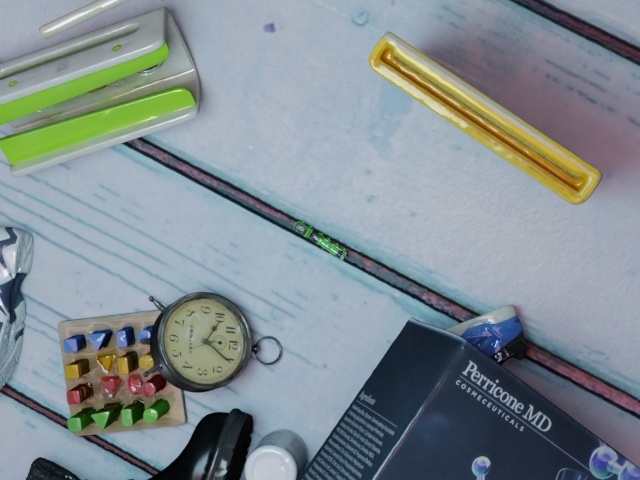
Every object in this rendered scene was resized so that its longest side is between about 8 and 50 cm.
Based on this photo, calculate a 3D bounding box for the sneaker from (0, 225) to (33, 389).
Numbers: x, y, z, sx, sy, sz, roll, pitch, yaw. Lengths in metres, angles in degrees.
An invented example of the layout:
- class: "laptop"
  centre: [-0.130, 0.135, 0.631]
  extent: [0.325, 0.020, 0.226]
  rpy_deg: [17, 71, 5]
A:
- class: "sneaker"
  centre: [-0.489, 0.091, 1.792]
  extent: [0.153, 0.094, 0.235]
  rpy_deg: [9, 95, 8]

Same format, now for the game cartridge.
- class: "game cartridge"
  centre: [0.194, -0.139, 1.566]
  extent: [0.285, 0.323, 0.053]
  rpy_deg: [34, 95, 4]

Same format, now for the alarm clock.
- class: "alarm clock"
  centre: [-0.142, 0.140, 1.751]
  extent: [0.192, 0.064, 0.129]
  rpy_deg: [9, 74, -18]

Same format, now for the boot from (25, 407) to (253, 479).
- class: "boot"
  centre: [-0.265, 0.337, 1.761]
  extent: [0.260, 0.131, 0.348]
  rpy_deg: [27, 98, 5]

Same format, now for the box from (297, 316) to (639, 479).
- class: "box"
  centre: [0.140, 0.344, 1.590]
  extent: [0.293, 0.212, 0.395]
  rpy_deg: [36, 84, -14]

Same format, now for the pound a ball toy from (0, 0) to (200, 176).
- class: "pound a ball toy"
  centre: [-0.297, -0.239, 1.702]
  extent: [0.319, 0.136, 0.208]
  rpy_deg: [-18, 127, 9]

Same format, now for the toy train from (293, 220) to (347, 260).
- class: "toy train"
  centre: [0.000, 0.000, 1.753]
  extent: [0.083, 0.024, 0.017]
  rpy_deg: [34, 98, 4]

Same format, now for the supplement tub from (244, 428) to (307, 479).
- class: "supplement tub"
  centre: [-0.058, 0.295, 1.742]
  extent: [0.071, 0.107, 0.071]
  rpy_deg: [1, 94, 8]

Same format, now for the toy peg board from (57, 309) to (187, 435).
- class: "toy peg board"
  centre: [-0.277, 0.184, 1.777]
  extent: [0.161, 0.079, 0.161]
  rpy_deg: [-7, 94, 8]

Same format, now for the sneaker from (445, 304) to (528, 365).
- class: "sneaker"
  centre: [0.197, 0.149, 1.721]
  extent: [0.152, 0.058, 0.084]
  rpy_deg: [-21, 83, 2]
